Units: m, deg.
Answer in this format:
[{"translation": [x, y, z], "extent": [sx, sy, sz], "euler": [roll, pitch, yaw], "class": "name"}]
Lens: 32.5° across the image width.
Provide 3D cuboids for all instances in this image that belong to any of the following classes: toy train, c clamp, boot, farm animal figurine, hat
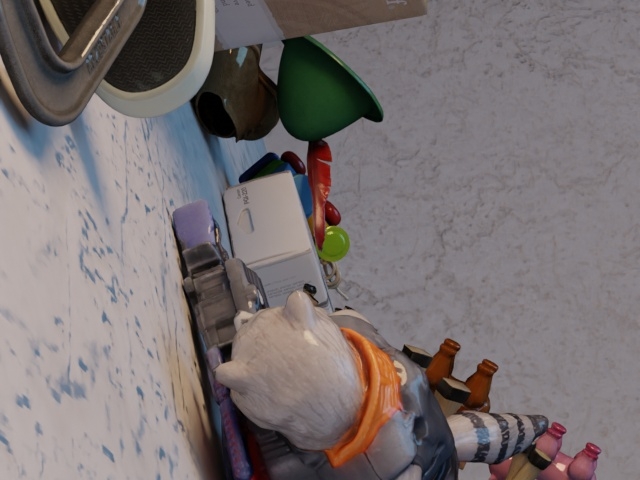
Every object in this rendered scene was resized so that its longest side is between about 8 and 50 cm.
[{"translation": [0.000, 0.000, 1.469], "extent": [0.248, 0.105, 0.143], "euler": [53, -11, -21], "class": "toy train"}, {"translation": [-0.105, -0.122, 0.441], "extent": [0.161, 0.022, 0.137], "euler": [-70, 153, -51], "class": "c clamp"}, {"translation": [-0.115, -0.169, 1.384], "extent": [0.305, 0.112, 0.115], "euler": [74, 25, -76], "class": "boot"}, {"translation": [0.091, 0.207, 1.041], "extent": [0.172, 0.327, 0.330], "euler": [-63, -162, 10], "class": "farm animal figurine"}, {"translation": [-0.038, -0.140, 1.360], "extent": [0.173, 0.183, 0.208], "euler": [45, -5, -40], "class": "hat"}, {"translation": [-0.113, -0.170, 0.619], "extent": [0.176, 0.088, 0.244], "euler": [82, -11, -81], "class": "boot"}]

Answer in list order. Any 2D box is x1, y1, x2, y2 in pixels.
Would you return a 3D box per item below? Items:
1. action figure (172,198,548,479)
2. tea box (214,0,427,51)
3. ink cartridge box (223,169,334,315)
[{"translation": [0.026, 0.099, 0.747], "extent": [0.330, 0.178, 0.341], "euler": [41, 24, -58], "class": "action figure"}, {"translation": [-0.051, -0.386, 0.894], "extent": [0.329, 0.220, 0.323], "euler": [57, 28, -61], "class": "tea box"}, {"translation": [-0.041, 0.050, 1.325], "extent": [0.158, 0.092, 0.218], "euler": [-106, 178, -49], "class": "ink cartridge box"}]
